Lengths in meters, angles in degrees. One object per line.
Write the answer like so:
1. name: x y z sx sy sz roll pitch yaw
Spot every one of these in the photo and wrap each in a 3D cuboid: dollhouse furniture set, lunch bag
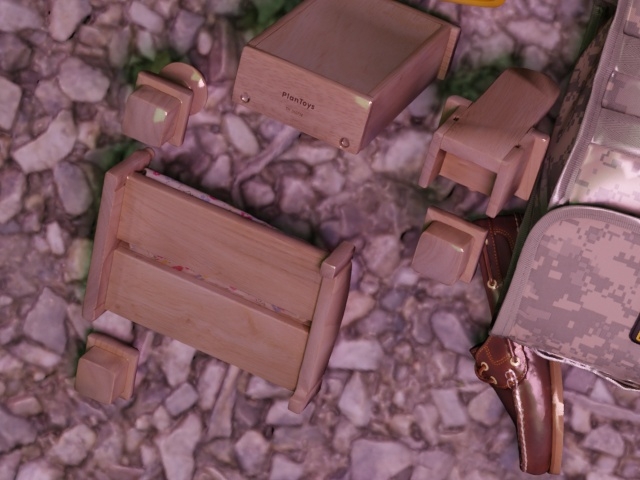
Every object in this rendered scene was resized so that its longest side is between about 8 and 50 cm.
1. dollhouse furniture set: 0.000 0.000 1.546 0.303 0.174 0.355 24 123 14
2. lunch bag: 0.273 -0.021 1.451 0.235 0.169 0.287 18 89 -1

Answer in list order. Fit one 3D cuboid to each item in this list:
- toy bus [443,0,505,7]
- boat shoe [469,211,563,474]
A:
1. toy bus: 0.128 -0.270 1.477 0.202 0.191 0.104 -27 139 11
2. boat shoe: 0.152 0.082 1.554 0.073 0.073 0.207 -4 90 -4
